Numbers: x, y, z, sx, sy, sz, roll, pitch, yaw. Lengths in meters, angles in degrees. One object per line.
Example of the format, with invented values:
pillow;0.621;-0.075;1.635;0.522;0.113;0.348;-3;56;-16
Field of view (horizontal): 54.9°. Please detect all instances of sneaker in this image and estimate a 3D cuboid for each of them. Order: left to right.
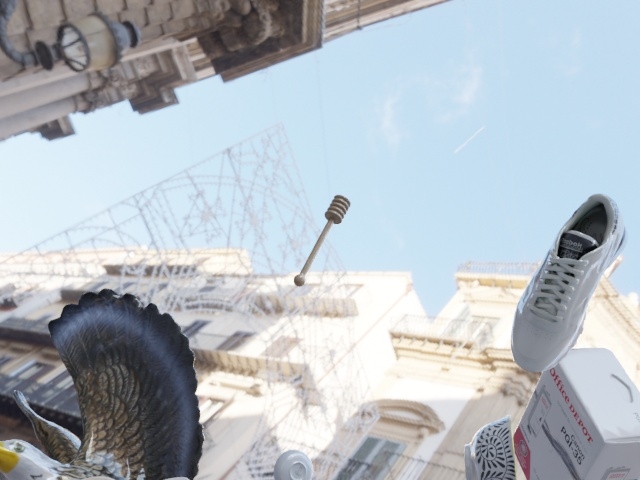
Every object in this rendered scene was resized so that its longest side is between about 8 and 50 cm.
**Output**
sneaker;0.299;0.051;0.765;0.090;0.095;0.235;25;-95;30

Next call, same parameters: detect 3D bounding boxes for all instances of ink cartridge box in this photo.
ink cartridge box;0.472;0.363;1.126;0.117;0.207;0.283;-1;-53;-9

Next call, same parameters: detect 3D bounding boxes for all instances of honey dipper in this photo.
honey dipper;0.000;0.000;0.904;0.030;0.161;0.030;21;-30;13

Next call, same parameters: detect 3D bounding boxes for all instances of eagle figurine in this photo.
eagle figurine;-0.217;0.218;0.581;0.226;0.298;0.225;-11;-59;-3

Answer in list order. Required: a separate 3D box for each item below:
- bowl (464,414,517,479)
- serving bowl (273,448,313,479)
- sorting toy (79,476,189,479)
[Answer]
bowl;0.281;0.376;1.019;0.080;0.170;0.170;-5;-65;15
serving bowl;-0.049;0.456;1.217;0.083;0.083;0.027;54;-31;-2
sorting toy;-0.109;0.163;0.355;0.083;0.075;0.045;-172;-117;-75
